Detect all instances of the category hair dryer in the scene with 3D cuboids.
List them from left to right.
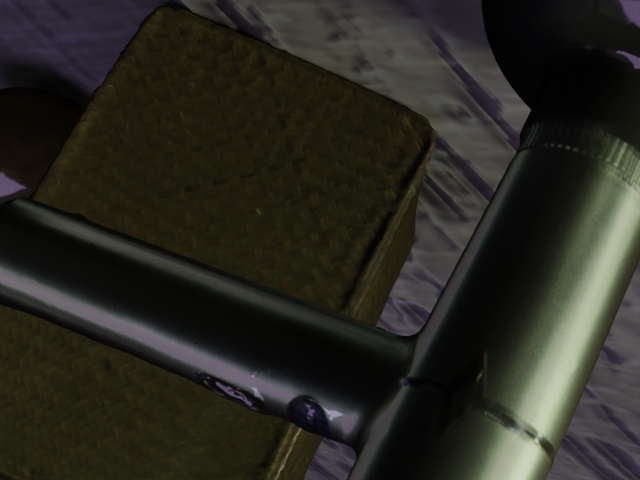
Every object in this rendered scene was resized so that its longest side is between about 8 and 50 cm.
[{"bbox_3d":[0.006,-0.020,0.580,0.284,0.320,0.156,34,161,11],"label":"hair dryer"}]

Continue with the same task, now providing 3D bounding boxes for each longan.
[{"bbox_3d":[-0.195,-0.056,1.009,0.113,0.092,0.113,1,154,0],"label":"longan"}]

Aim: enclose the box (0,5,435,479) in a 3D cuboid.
[{"bbox_3d":[-0.072,0.039,0.824,0.184,0.273,0.143,24,160,7],"label":"box"}]
